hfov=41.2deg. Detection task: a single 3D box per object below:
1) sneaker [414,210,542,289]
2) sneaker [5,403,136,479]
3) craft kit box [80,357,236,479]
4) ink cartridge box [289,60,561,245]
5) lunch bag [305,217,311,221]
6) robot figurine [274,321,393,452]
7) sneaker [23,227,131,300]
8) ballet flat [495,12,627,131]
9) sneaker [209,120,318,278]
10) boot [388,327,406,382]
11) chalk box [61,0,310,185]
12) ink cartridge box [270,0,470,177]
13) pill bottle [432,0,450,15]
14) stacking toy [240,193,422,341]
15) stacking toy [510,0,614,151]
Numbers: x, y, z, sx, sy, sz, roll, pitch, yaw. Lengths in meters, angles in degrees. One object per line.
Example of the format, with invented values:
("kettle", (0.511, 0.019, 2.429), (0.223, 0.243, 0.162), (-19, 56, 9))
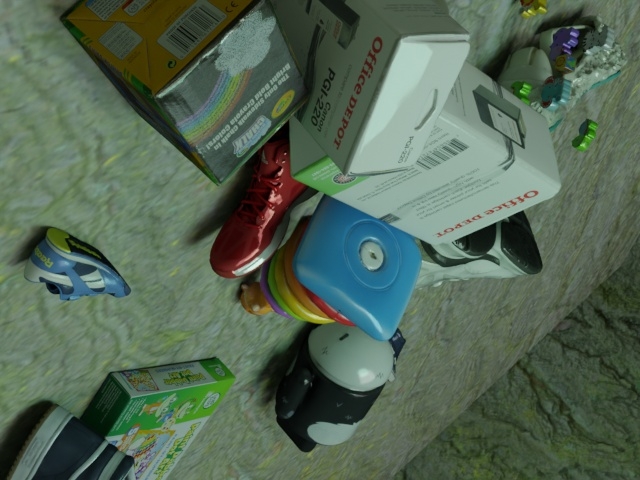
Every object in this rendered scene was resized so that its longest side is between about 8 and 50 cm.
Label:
("sneaker", (0.207, 0.013, 1.504), (0.258, 0.169, 0.448), (-25, 161, 30))
("sneaker", (-0.344, 0.360, 1.115), (0.282, 0.153, 0.099), (-59, -178, 21))
("craft kit box", (-0.275, 0.294, 1.280), (0.249, 0.061, 0.247), (-55, 158, 17))
("ink cartridge box", (0.127, -0.111, 1.020), (0.198, 0.114, 0.273), (-26, 145, 37))
("lunch bag", (0.000, 0.000, 1.296), (0.071, 0.053, 0.083), (-58, 163, 25))
("robot figurine", (0.020, 0.264, 1.587), (0.209, 0.174, 0.278), (-77, -167, -60))
("sneaker", (-0.261, 0.036, 0.916), (0.059, 0.053, 0.144), (-49, 148, 0))
("ballet flat", (0.374, -0.278, 1.431), (0.409, 0.147, 0.147), (-36, 154, -38))
("sneaker", (-0.077, -0.065, 1.057), (0.221, 0.087, 0.128), (-54, 150, -17))
("boot", (0.161, 0.258, 1.927), (0.086, 0.069, 0.190), (-41, 154, -8))
("chalk box", (-0.108, -0.154, 0.788), (0.132, 0.132, 0.213), (-46, 157, -8))
("ink cartridge box", (0.027, -0.189, 0.838), (0.092, 0.218, 0.158), (-12, 139, -36))
("pill bottle", (0.120, -0.212, 1.086), (0.124, 0.124, 0.221), (-42, 156, -14))
("stacking toy", (-0.019, 0.056, 1.179), (0.302, 0.175, 0.165), (-25, -147, 51))
("stacking toy", (0.363, -0.261, 1.305), (0.167, 0.052, 0.221), (19, 78, -30))
